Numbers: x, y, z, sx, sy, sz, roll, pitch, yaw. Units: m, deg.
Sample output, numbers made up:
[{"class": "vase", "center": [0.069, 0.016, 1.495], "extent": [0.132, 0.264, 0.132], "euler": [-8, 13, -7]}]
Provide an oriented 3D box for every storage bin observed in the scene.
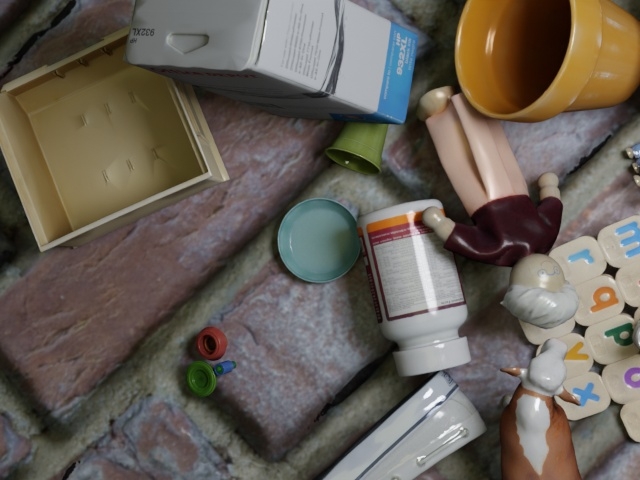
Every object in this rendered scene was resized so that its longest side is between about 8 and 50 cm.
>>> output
[{"class": "storage bin", "center": [-0.302, -0.152, 1.573], "extent": [0.262, 0.123, 0.260], "euler": [-24, 84, 9]}]

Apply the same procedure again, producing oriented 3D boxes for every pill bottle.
[{"class": "pill bottle", "center": [0.128, 0.064, 1.486], "extent": [0.121, 0.121, 0.221], "euler": [-13, 86, 9]}]

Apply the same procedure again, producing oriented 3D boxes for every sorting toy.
[{"class": "sorting toy", "center": [-0.150, 0.171, 1.578], "extent": [0.061, 0.042, 0.102], "euler": [21, 104, 26]}]

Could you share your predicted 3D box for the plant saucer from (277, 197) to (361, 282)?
[{"class": "plant saucer", "center": [0.000, 0.000, 1.563], "extent": [0.119, 0.021, 0.119], "euler": [-1, 87, 10]}]

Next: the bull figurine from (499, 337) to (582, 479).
[{"class": "bull figurine", "center": [0.280, 0.278, 1.415], "extent": [0.101, 0.188, 0.310], "euler": [-3, 87, 9]}]

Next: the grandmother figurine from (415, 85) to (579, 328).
[{"class": "grandmother figurine", "center": [0.230, -0.042, 1.440], "extent": [0.208, 0.104, 0.342], "euler": [-19, 71, -11]}]

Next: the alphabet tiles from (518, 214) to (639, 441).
[{"class": "alphabet tiles", "center": [0.416, 0.116, 1.458], "extent": [0.278, 0.021, 0.284], "euler": [-25, 90, 20]}]

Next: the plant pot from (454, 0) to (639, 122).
[{"class": "plant pot", "center": [0.308, -0.244, 1.418], "extent": [0.205, 0.188, 0.205], "euler": [-8, 80, 54]}]

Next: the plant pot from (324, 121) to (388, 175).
[{"class": "plant pot", "center": [0.059, -0.143, 1.535], "extent": [0.083, 0.083, 0.079], "euler": [20, 80, 10]}]

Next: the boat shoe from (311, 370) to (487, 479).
[{"class": "boat shoe", "center": [0.078, 0.349, 1.488], "extent": [0.367, 0.136, 0.156], "euler": [-42, 84, -4]}]

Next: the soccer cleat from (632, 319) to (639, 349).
[{"class": "soccer cleat", "center": [0.471, 0.074, 1.382], "extent": [0.068, 0.076, 0.196], "euler": [47, 109, 6]}]

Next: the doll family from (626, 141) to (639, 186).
[{"class": "doll family", "center": [0.480, -0.077, 1.451], "extent": [0.111, 0.076, 0.193], "euler": [-28, 88, 27]}]

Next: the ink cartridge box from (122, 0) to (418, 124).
[{"class": "ink cartridge box", "center": [-0.056, -0.243, 1.408], "extent": [0.223, 0.307, 0.129], "euler": [10, 89, 38]}]
